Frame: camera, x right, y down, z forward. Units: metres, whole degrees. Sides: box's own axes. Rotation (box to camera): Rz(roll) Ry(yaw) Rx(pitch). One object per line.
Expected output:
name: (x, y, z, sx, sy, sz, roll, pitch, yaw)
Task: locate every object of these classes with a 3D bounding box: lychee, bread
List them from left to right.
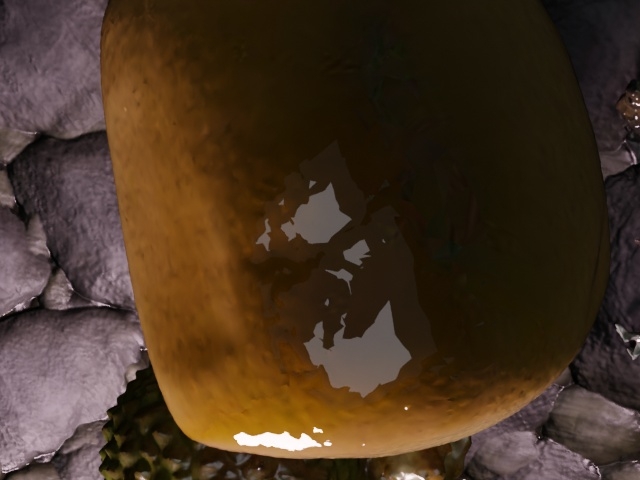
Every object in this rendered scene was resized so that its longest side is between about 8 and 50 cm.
lychee: (-0.048, 0.209, 0.702, 0.319, 0.270, 0.270, 27, 112, 18)
bread: (0.030, -0.044, 0.536, 0.347, 0.253, 0.376, -8, 83, -14)

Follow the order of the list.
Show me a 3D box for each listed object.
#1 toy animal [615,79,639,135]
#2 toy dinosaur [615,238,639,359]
toy animal: (0.358, -0.078, 0.641, 0.219, 0.069, 0.086, 42, 131, -2)
toy dinosaur: (0.349, 0.084, 0.717, 0.108, 0.032, 0.220, -31, 112, 14)
